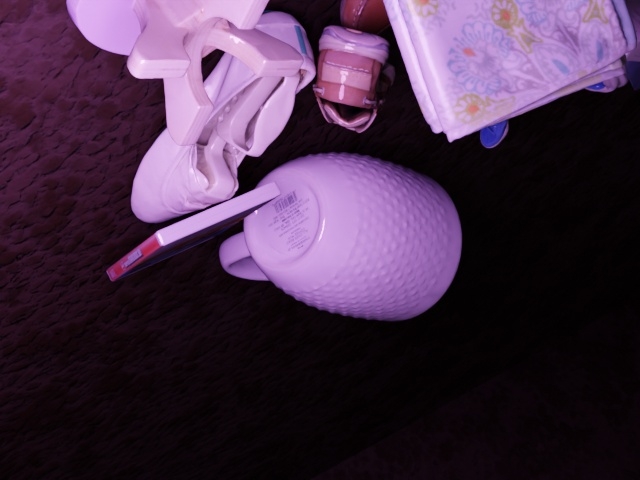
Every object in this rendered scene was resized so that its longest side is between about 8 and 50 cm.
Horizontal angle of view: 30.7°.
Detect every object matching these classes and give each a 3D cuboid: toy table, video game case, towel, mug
[{"bbox_3d":[-0.151,-0.259,1.408,0.274,0.161,0.252,-19,148,-35],"label":"toy table"},{"bbox_3d":[-0.199,-0.011,1.773,0.204,0.025,0.285,-25,179,-27],"label":"video game case"},{"bbox_3d":[0.239,-0.352,1.551,0.320,0.374,0.090,-24,-169,-18],"label":"towel"},{"bbox_3d":[0.000,0.000,1.974,0.374,0.276,0.328,-18,163,33],"label":"mug"}]

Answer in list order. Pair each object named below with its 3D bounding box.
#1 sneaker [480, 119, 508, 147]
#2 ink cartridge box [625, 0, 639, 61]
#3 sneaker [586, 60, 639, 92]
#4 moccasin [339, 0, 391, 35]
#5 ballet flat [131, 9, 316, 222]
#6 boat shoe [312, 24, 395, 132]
[{"bbox_3d":[0.327,-0.237,2.210,0.085,0.058,0.152,-20,146,-46],"label":"sneaker"},{"bbox_3d":[0.566,-0.495,1.924,0.119,0.207,0.353,-6,139,-52],"label":"ink cartridge box"},{"bbox_3d":[0.596,-0.403,2.211,0.236,0.130,0.323,-36,161,-17],"label":"sneaker"},{"bbox_3d":[0.194,-0.399,1.652,0.380,0.147,0.139,-33,155,-12],"label":"moccasin"},{"bbox_3d":[-0.141,-0.141,1.649,0.139,0.139,0.400,-1,136,-53],"label":"ballet flat"},{"bbox_3d":[0.039,-0.219,1.689,0.324,0.123,0.116,28,74,-82],"label":"boat shoe"}]
